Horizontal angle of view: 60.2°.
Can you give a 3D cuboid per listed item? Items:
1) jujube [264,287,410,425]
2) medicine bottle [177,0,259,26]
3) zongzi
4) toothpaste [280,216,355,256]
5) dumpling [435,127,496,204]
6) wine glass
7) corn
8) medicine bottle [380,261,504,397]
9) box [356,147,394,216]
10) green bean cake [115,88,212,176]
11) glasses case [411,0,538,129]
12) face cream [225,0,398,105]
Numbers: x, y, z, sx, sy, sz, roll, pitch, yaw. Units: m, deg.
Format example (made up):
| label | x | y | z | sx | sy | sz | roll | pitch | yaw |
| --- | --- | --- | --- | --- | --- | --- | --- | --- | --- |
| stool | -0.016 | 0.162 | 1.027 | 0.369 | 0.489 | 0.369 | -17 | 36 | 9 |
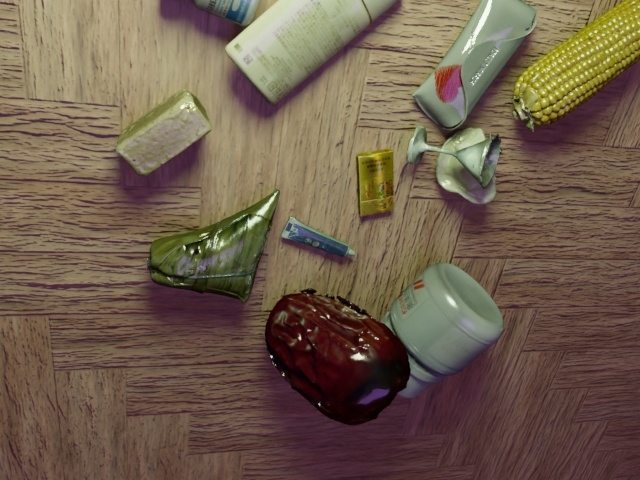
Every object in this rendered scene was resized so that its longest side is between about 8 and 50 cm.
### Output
| label | x | y | z | sx | sy | sz | roll | pitch | yaw |
| --- | --- | --- | --- | --- | --- | --- | --- | --- | --- |
| jujube | 0.039 | 0.274 | 1.316 | 0.258 | 0.376 | 0.259 | -27 | 132 | -35 |
| medicine bottle | -0.193 | -0.459 | 0.983 | 0.167 | 0.105 | 0.105 | 14 | 114 | -21 |
| zongzi | -0.236 | -0.012 | 1.212 | 0.250 | 0.125 | 0.275 | 11 | 113 | -28 |
| toothpaste | 0.000 | 0.000 | 1.334 | 0.197 | 0.035 | 0.057 | 22 | 105 | -22 |
| dumpling | 0.340 | -0.164 | 1.297 | 0.133 | 0.100 | 0.169 | -15 | 120 | 7 |
| wine glass | 0.292 | -0.191 | 1.216 | 0.122 | 0.182 | 0.122 | -35 | 134 | -46 |
| corn | 0.589 | -0.396 | 1.212 | 0.387 | 0.144 | 0.144 | -40 | 121 | 5 |
| medicine bottle | 0.282 | 0.234 | 1.417 | 0.245 | 0.245 | 0.306 | 28 | 117 | -27 |
| box | 0.130 | -0.135 | 1.299 | 0.088 | 0.022 | 0.157 | -9 | 120 | -10 |
| green bean cake | -0.307 | -0.213 | 1.086 | 0.179 | 0.109 | 0.085 | -33 | 121 | 5 |
| glasses case | 0.329 | -0.386 | 1.176 | 0.128 | 0.083 | 0.308 | 27 | 109 | -27 |
| face cream | -0.005 | -0.420 | 1.055 | 0.348 | 0.081 | 0.173 | -39 | 145 | 8 |
